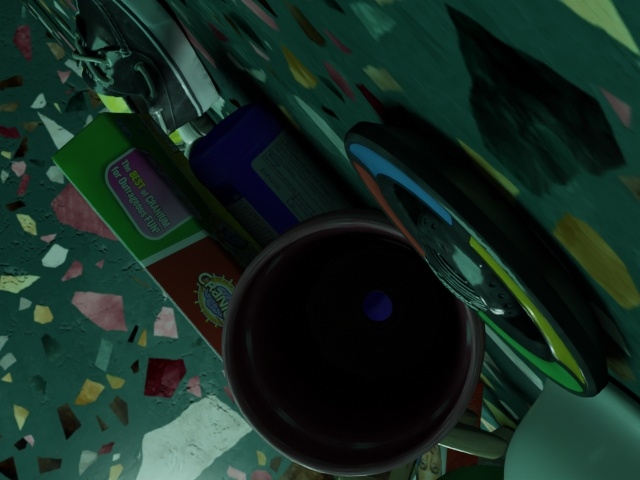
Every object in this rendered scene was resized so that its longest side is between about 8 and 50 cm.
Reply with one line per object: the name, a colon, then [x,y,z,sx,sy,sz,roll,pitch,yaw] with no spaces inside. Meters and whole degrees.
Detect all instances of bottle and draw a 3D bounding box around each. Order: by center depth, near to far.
bottle: [0.000,0.000,1.400,0.283,0.092,0.118,48,173,-11]

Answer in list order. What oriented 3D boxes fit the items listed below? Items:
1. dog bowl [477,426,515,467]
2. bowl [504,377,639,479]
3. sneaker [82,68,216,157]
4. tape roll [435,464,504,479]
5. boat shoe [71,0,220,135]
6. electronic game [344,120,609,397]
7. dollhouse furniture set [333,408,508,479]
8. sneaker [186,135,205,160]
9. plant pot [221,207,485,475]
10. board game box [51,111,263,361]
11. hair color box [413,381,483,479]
dog bowl: [0.286,0.363,1.777,0.349,0.102,0.349,47,175,5]
bowl: [0.228,0.233,1.090,0.298,0.134,0.298,47,176,5]
sneaker: [-0.185,-0.090,1.935,0.384,0.147,0.145,49,176,-10]
tape roll: [0.212,0.386,1.564,0.321,0.077,0.321,26,134,30]
boat shoe: [-0.196,-0.191,1.492,0.108,0.102,0.301,45,175,25]
electronic game: [0.097,0.012,0.955,0.229,0.048,0.229,46,175,5]
dollhouse furniture set: [0.102,0.349,1.340,0.256,0.362,0.394,18,-178,-7]
sneaker: [-0.081,-0.054,1.724,0.147,0.104,0.296,89,158,-49]
plant pot: [0.035,0.070,1.209,0.201,0.201,0.180,47,-169,1]
board game box: [-0.103,0.019,1.414,0.316,0.064,0.242,50,-175,-2]
hair color box: [0.141,0.220,1.667,0.043,0.141,0.072,1,-175,-26]
